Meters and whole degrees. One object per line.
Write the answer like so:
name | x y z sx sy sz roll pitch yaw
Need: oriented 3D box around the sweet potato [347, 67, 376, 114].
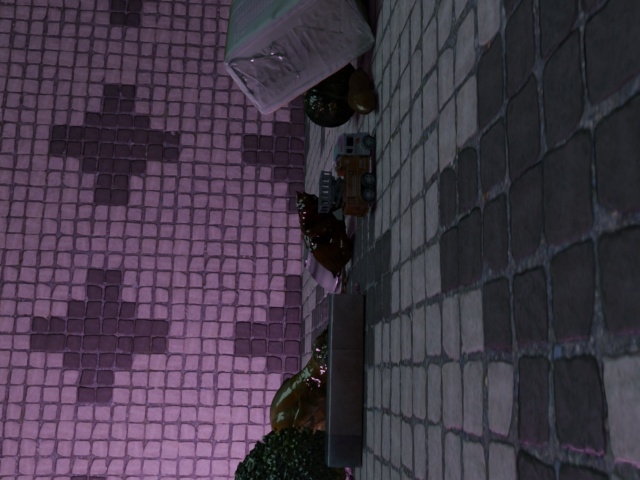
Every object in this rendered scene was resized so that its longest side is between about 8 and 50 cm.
sweet potato | 0.087 -0.326 1.519 0.065 0.051 0.218 -39 30 22

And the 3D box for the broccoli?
broccoli | -0.054 0.628 1.693 0.375 0.301 0.249 -61 37 17

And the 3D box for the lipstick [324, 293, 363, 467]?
lipstick | 0.053 0.304 1.529 0.080 0.076 0.372 127 145 -82

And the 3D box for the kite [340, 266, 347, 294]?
kite | 0.062 0.124 1.867 0.159 0.010 0.190 102 168 -59

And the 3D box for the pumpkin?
pumpkin | 0.023 -0.378 1.753 0.190 0.146 0.191 5 95 62

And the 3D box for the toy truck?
toy truck | 0.057 -0.143 1.471 0.080 0.115 0.178 109 164 -73

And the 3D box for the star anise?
star anise | 0.022 -0.047 1.728 0.346 0.148 0.237 106 143 -59

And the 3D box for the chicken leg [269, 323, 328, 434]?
chicken leg | -0.026 0.387 1.822 0.201 0.152 0.429 -43 -19 -52

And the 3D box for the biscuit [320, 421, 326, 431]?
biscuit | 0.018 0.533 1.977 0.199 0.040 0.121 -121 38 -82

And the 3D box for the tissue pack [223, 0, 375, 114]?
tissue pack | -0.055 -0.540 1.676 0.205 0.331 0.405 49 -157 -32

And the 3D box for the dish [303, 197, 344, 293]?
dish | 0.000 0.000 2.061 0.316 0.106 0.317 -178 90 -85

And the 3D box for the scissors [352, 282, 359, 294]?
scissors | 0.080 0.151 1.635 0.039 0.012 0.113 -94 8 -48
